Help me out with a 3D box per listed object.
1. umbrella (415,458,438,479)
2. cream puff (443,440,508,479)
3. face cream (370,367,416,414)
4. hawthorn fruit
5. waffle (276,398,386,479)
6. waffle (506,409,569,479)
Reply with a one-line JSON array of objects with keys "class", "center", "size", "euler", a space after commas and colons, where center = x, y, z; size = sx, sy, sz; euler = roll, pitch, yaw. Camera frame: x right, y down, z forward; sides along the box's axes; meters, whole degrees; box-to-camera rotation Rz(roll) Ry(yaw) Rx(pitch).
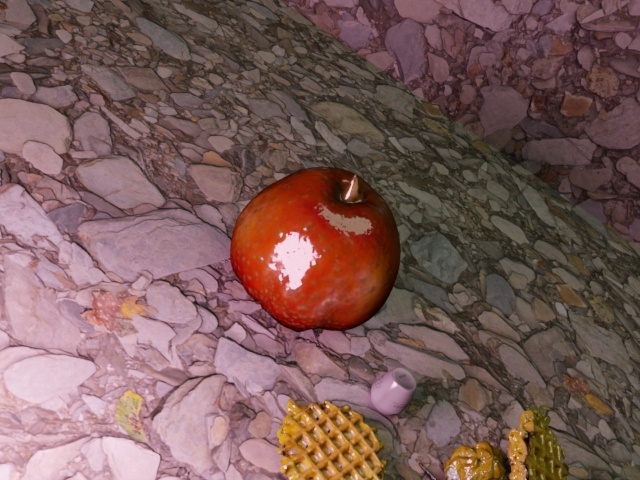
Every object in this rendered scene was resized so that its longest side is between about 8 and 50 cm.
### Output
[{"class": "umbrella", "center": [0.254, 0.526, 1.585], "size": [0.149, 0.022, 0.022], "euler": [40, 57, 22]}, {"class": "cream puff", "center": [0.350, 0.500, 1.590], "size": [0.156, 0.156, 0.121], "euler": [41, 65, 11]}, {"class": "face cream", "center": [0.166, 0.340, 1.671], "size": [0.091, 0.095, 0.091], "euler": [22, 36, -17]}, {"class": "hawthorn fruit", "center": [0.000, 0.000, 1.704], "size": [0.403, 0.403, 0.402], "euler": [22, 35, -17]}, {"class": "waffle", "center": [0.026, 0.429, 1.489], "size": [0.245, 0.052, 0.254], "euler": [22, 36, -15]}, {"class": "waffle", "center": [0.479, 0.530, 1.612], "size": [0.307, 0.060, 0.311], "euler": [3, 72, -55]}]
